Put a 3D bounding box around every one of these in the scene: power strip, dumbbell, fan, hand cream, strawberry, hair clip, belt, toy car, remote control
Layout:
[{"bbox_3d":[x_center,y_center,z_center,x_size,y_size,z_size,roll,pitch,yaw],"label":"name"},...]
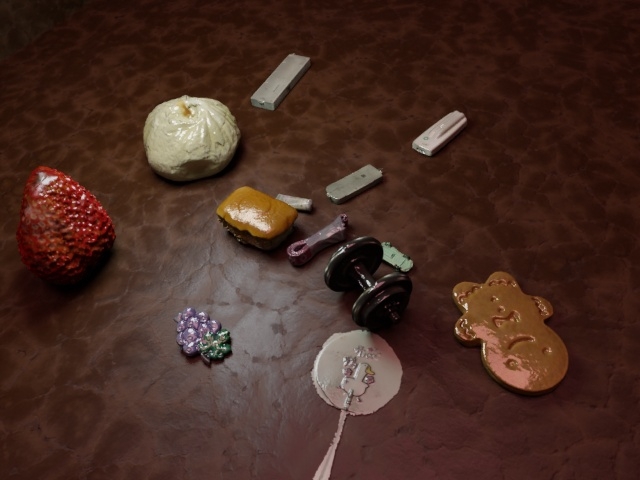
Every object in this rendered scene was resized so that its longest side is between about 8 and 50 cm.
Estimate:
[{"bbox_3d":[-0.156,-0.665,2.202,0.106,0.043,0.367,19,56,20],"label":"power strip"},{"bbox_3d":[0.120,-0.193,1.796,0.227,0.029,0.080,-29,52,-16],"label":"power strip"},{"bbox_3d":[0.129,0.113,1.442,0.192,0.192,0.290,-27,53,-15],"label":"dumbbell"},{"bbox_3d":[0.070,0.400,1.327,0.233,0.012,0.414,10,52,15],"label":"fan"},{"bbox_3d":[-0.092,-0.122,1.762,0.143,0.039,0.061,10,59,26],"label":"hand cream"},{"bbox_3d":[-0.765,-0.048,1.569,0.267,0.351,0.312,-3,45,-7],"label":"strawberry"},{"bbox_3d":[-0.330,0.266,1.467,0.195,0.052,0.124,31,68,18],"label":"hair clip"},{"bbox_3d":[0.000,0.000,1.637,0.232,0.053,0.071,-34,48,-20],"label":"belt"},{"bbox_3d":[0.218,0.052,1.582,0.122,0.035,0.059,36,62,20],"label":"toy car"},{"bbox_3d":[0.434,-0.389,1.909,0.230,0.049,0.090,-40,55,-22],"label":"remote control"}]

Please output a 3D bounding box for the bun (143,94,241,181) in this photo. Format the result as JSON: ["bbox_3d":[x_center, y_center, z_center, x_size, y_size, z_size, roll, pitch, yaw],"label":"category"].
[{"bbox_3d":[-0.470,-0.384,1.889,0.349,0.227,0.352,-36,54,-19],"label":"bun"}]

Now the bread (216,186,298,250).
[{"bbox_3d":[-0.198,-0.070,1.672,0.246,0.121,0.174,26,59,27],"label":"bread"}]

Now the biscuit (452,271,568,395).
[{"bbox_3d":[0.495,0.235,1.392,0.275,0.052,0.354,-13,50,-5],"label":"biscuit"}]
